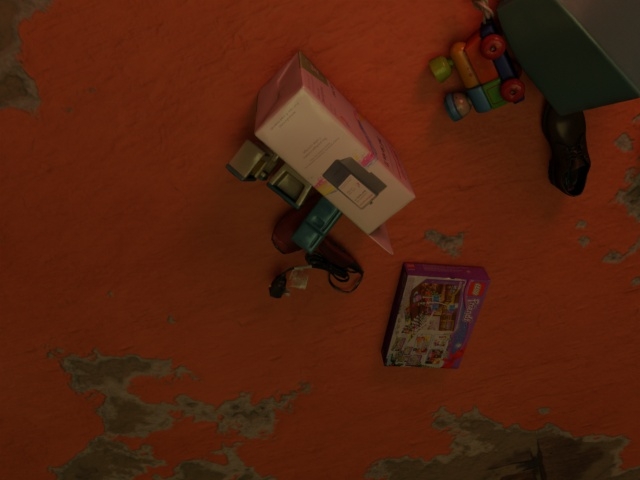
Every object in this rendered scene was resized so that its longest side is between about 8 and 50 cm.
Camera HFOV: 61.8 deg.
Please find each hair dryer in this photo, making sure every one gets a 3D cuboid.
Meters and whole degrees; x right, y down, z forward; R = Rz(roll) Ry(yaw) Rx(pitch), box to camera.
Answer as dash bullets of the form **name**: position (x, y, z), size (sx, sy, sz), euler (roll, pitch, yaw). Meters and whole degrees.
- **hair dryer**: position (0.000, 0.000, 1.174), size (0.223, 0.080, 0.294), euler (-4, 130, -21)

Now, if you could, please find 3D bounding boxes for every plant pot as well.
- **plant pot**: position (0.417, -0.354, 0.876), size (0.234, 0.165, 0.166), euler (34, 79, -21)

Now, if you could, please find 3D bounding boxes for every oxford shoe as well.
- **oxford shoe**: position (0.502, -0.189, 1.064), size (0.082, 0.096, 0.227), euler (-19, 121, 9)

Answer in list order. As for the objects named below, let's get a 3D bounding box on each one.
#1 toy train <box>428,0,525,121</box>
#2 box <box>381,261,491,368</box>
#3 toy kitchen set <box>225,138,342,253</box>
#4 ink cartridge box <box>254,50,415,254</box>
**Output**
- **toy train**: position (0.256, -0.337, 0.954), size (0.143, 0.105, 0.248), euler (-22, 120, 29)
- **box**: position (0.275, 0.192, 1.314), size (0.200, 0.057, 0.293), euler (5, 122, -7)
- **toy kitchen set**: position (-0.072, -0.076, 1.003), size (0.207, 0.166, 0.122), euler (38, 101, 3)
- **ink cartridge box**: position (0.049, -0.155, 0.978), size (0.119, 0.207, 0.353), euler (-39, 119, 21)
